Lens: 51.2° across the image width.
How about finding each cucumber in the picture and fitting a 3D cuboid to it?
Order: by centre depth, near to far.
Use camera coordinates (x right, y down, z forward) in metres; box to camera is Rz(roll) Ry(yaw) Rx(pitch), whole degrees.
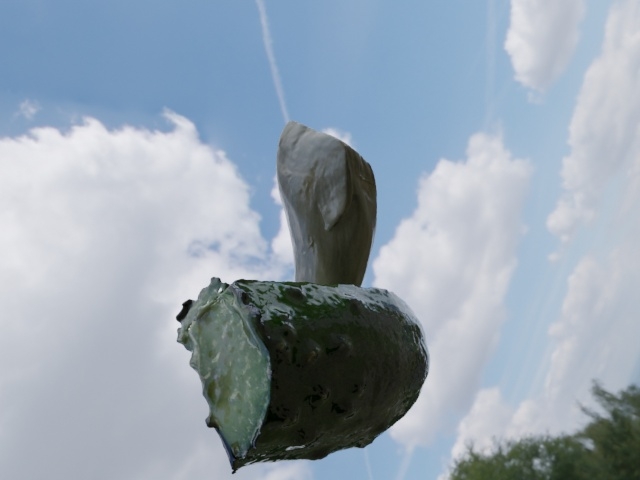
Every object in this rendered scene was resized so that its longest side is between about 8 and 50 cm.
[{"bbox_3d":[0.029,0.113,0.625,0.105,0.145,0.325,-38,-28,26],"label":"cucumber"}]

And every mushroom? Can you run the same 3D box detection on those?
[{"bbox_3d":[0.009,-0.005,0.726,0.108,0.096,0.247,-6,-77,-30],"label":"mushroom"}]
